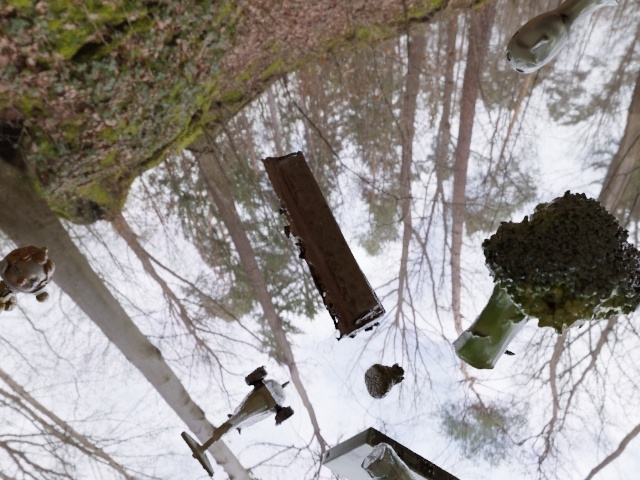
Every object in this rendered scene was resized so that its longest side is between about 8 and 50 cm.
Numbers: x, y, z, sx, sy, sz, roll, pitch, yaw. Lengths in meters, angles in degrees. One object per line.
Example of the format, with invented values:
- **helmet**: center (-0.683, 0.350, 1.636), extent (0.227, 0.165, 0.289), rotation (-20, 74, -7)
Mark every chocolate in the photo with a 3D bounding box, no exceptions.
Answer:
- **chocolate**: center (0.006, -0.003, 0.714), extent (0.102, 0.065, 0.329), rotation (-15, -106, -44)

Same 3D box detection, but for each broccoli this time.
- **broccoli**: center (0.381, 0.096, 0.815), extent (0.397, 0.353, 0.275), rotation (-36, -141, 19)

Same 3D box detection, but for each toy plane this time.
- **toy plane**: center (-0.109, 0.255, 0.653), extent (0.108, 0.286, 0.092), rotation (-37, -101, -1)

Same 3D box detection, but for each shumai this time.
- **shumai**: center (0.148, 0.308, 0.975), extent (0.080, 0.083, 0.082), rotation (13, -104, -26)

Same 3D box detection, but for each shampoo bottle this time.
- **shampoo bottle**: center (0.137, 0.364, 0.575), extent (0.049, 0.072, 0.212), rotation (-39, -100, -8)

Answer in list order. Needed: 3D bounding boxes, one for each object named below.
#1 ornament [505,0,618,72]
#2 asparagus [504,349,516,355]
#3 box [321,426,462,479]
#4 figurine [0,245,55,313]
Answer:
- **ornament**: center (0.358, -0.327, 0.681), extent (0.075, 0.156, 0.081), rotation (46, -138, -5)
- **asparagus**: center (0.404, 0.242, 1.040), extent (0.114, 0.015, 0.014), rotation (31, -142, 2)
- **box**: center (0.161, 0.496, 0.939), extent (0.270, 0.211, 0.045), rotation (32, -138, -7)
- **figurine**: center (-0.494, 0.075, 0.717), extent (0.068, 0.101, 0.143), rotation (13, -97, 51)
